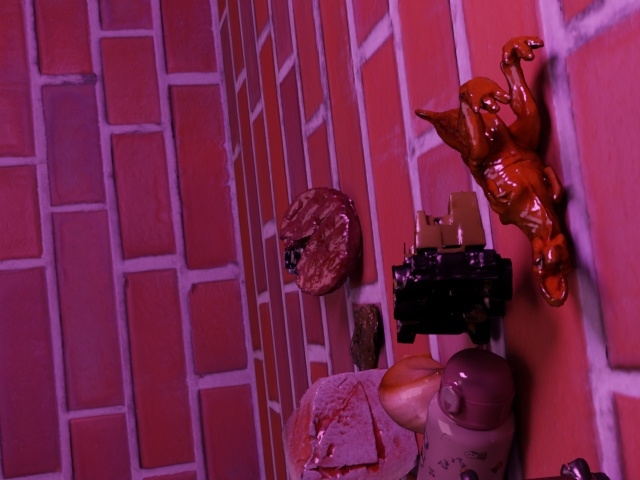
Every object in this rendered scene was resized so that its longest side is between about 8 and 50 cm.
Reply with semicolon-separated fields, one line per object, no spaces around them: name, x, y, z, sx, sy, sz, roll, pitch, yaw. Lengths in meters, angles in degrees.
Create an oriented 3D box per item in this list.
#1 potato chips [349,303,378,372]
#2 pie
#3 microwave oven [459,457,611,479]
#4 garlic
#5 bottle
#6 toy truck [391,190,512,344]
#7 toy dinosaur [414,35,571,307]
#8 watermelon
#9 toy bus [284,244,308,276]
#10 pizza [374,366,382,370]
potato chips;0.085;0.192;1.584;0.209;0.026;0.142;156;107;-75
pie;0.000;0.000;1.641;0.204;0.054;0.218;-31;61;42
microwave oven;0.220;0.365;0.798;0.178;0.188;0.247;-113;18;-65
garlic;0.160;0.217;1.159;0.115;0.128;0.207;60;156;1
bottle;0.183;0.240;1.040;0.110;0.110;0.233;-116;25;-55
toy truck;0.147;0.046;0.997;0.257;0.127;0.127;78;-171;-66
toy dinosaur;0.191;-0.121;0.924;0.432;0.097;0.208;-106;5;-49
watermelon;0.034;0.313;1.437;0.262;0.213;0.201;-154;60;-73
toy bus;-0.019;0.040;1.796;0.160;0.092;0.079;-153;64;-67
pizza;0.064;0.274;1.534;0.029;0.099;0.100;52;149;35
